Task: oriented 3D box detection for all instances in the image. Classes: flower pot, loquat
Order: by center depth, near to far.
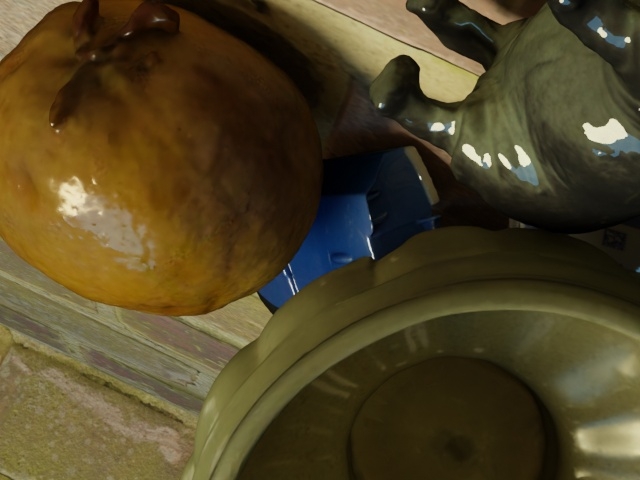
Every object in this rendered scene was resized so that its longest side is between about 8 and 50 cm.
[{"bbox_3d":[0.078,0.136,0.612,0.307,0.307,0.244,26,-171,-4],"label":"flower pot"},{"bbox_3d":[-0.109,-0.047,0.712,0.238,0.193,0.238,29,162,10],"label":"loquat"}]

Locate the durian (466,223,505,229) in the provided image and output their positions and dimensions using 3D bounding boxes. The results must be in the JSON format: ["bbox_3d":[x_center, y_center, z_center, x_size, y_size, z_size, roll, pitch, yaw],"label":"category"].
[{"bbox_3d":[0.134,0.056,0.826,0.106,0.132,0.375,6,178,-40],"label":"durian"}]

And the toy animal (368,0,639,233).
[{"bbox_3d":[0.164,-0.076,0.417,0.168,0.106,0.343,37,155,-31],"label":"toy animal"}]

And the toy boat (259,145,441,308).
[{"bbox_3d":[0.000,0.000,0.860,0.295,0.088,0.129,-3,106,61],"label":"toy boat"}]

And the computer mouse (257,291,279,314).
[{"bbox_3d":[0.030,0.078,1.073,0.264,0.088,0.147,9,154,47],"label":"computer mouse"}]

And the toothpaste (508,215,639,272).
[{"bbox_3d":[0.240,0.017,0.635,0.282,0.099,0.068,20,-164,24],"label":"toothpaste"}]
